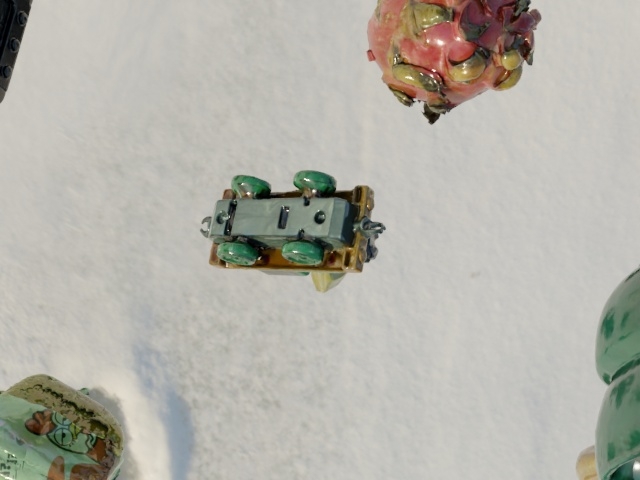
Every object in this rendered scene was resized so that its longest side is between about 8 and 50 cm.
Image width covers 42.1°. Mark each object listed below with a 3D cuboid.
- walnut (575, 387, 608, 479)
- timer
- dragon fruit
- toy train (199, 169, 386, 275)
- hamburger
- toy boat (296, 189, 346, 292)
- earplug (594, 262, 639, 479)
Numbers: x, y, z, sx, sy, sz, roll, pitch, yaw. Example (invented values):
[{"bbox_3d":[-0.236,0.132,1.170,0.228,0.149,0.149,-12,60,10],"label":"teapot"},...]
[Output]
[{"bbox_3d":[0.437,0.256,0.939,0.285,0.285,0.297,18,68,-39],"label":"walnut"},{"bbox_3d":[-0.390,-0.259,0.926,0.144,0.055,0.188,50,48,-69],"label":"timer"},{"bbox_3d":[0.231,-0.345,1.429,0.250,0.291,0.269,17,95,-49],"label":"dragon fruit"},{"bbox_3d":[-0.025,-0.008,0.880,0.136,0.227,0.091,32,63,-56],"label":"toy train"},{"bbox_3d":[-0.363,0.268,1.137,0.214,0.125,0.235,44,34,1],"label":"hamburger"},{"bbox_3d":[0.000,0.000,1.173,0.065,0.066,0.172,-36,131,-32],"label":"toy boat"},{"bbox_3d":[0.238,0.142,0.520,0.163,0.257,0.280,2,66,-7],"label":"earplug"}]
